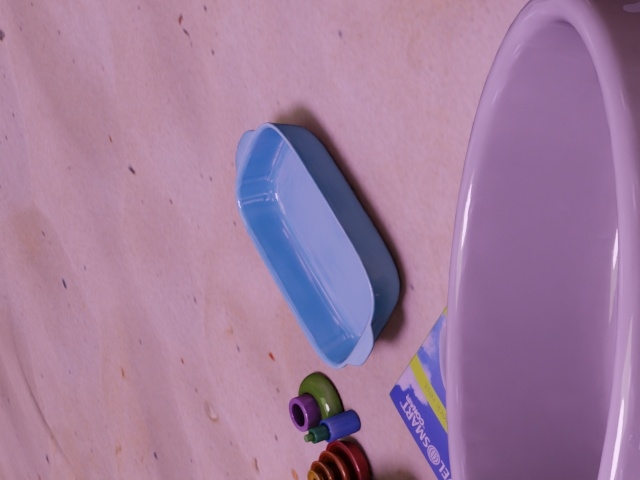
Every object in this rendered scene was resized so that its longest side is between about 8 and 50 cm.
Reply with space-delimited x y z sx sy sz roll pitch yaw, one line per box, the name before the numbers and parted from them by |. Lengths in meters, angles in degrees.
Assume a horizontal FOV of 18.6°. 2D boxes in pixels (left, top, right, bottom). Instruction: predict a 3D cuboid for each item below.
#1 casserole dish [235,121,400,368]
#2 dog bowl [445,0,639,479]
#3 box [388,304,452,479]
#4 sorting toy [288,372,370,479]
casserole dish | 0.000 0.000 1.353 0.188 0.037 0.114 60 149 24
dog bowl | 0.140 0.037 0.910 0.349 0.102 0.349 -176 90 -80
box | 0.104 0.099 1.220 0.109 0.042 0.178 60 148 23
sorting toy | -0.001 0.146 1.426 0.102 0.042 0.061 63 150 19
